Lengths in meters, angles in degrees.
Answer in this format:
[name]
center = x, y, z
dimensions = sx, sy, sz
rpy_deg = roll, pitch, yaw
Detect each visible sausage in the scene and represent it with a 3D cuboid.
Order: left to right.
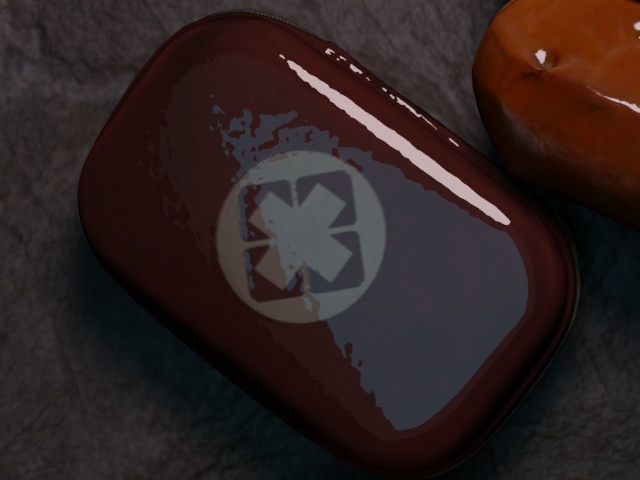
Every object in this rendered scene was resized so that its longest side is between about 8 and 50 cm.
[sausage]
center = 0.235, -0.089, 1.206
dimensions = 0.268, 0.141, 0.153
rpy_deg = 30, 65, 24

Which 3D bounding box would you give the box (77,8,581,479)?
[box]
center = 0.000, 0.000, 1.293
dimensions = 0.404, 0.108, 0.263
rpy_deg = 37, 95, 12

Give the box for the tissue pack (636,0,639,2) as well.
[tissue pack]
center = 0.246, -0.301, 1.244
dimensions = 0.159, 0.125, 0.234
rpy_deg = 24, 94, 13
